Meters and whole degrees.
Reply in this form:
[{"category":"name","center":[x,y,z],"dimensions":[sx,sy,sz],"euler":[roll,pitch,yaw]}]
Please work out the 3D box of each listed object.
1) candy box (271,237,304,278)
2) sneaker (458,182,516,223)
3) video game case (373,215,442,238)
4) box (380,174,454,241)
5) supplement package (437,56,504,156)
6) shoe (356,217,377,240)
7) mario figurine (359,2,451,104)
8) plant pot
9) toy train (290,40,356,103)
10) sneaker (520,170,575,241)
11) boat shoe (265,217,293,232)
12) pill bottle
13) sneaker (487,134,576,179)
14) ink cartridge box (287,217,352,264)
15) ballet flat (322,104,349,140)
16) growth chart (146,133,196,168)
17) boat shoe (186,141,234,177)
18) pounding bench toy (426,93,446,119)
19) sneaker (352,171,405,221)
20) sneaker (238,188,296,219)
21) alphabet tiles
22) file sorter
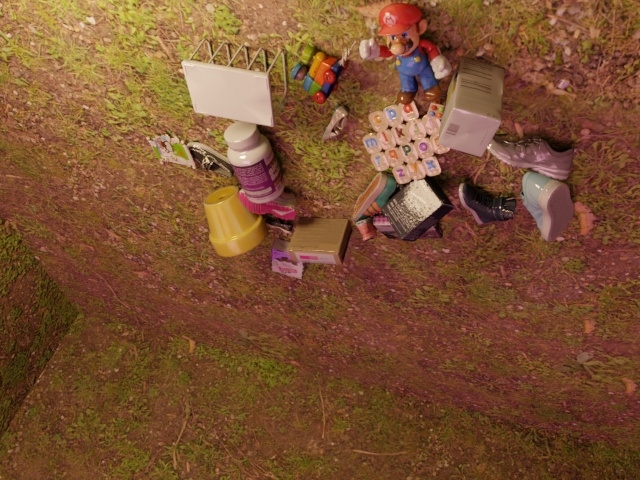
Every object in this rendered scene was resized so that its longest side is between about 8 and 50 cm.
[{"category":"candy box","center":[-0.151,0.091,2.464],"dimensions":[0.164,0.070,0.196],"euler":[15,144,5]},{"category":"sneaker","center":[0.601,-0.140,1.801],"dimensions":[0.163,0.086,0.226],"euler":[-3,150,44]},{"category":"video game case","center":[0.352,-0.052,2.014],"dimensions":[0.231,0.042,0.210],"euler":[-1,164,25]},{"category":"box","center":[0.348,-0.117,1.825],"dimensions":[0.207,0.153,0.108],"euler":[-42,154,27]},{"category":"supplement package","center":[0.428,-0.381,1.438],"dimensions":[0.133,0.244,0.139],"euler":[17,143,1]},{"category":"shoe","center":[0.198,-0.044,2.034],"dimensions":[0.063,0.178,0.081],"euler":[-20,87,25]},{"category":"mario figurine","center":[0.237,-0.504,1.419],"dimensions":[0.198,0.170,0.321],"euler":[-31,139,5]},{"category":"plant pot","center":[-0.384,-0.095,2.195],"dimensions":[0.253,0.254,0.239],"euler":[-3,124,28]},{"category":"toy train","center":[0.006,-0.548,1.542],"dimensions":[0.143,0.105,0.248],"euler":[35,143,1]},{"category":"sneaker","center":[0.774,-0.128,1.754],"dimensions":[0.150,0.135,0.366],"euler":[49,178,37]},{"category":"boat shoe","center":[-0.186,-0.076,2.287],"dimensions":[0.132,0.049,0.042],"euler":[20,112,12]},{"category":"pill bottle","center":[-0.251,-0.297,1.915],"dimensions":[0.169,0.169,0.302],"euler":[3,142,20]},{"category":"sneaker","center":[0.663,-0.290,1.607],"dimensions":[0.281,0.105,0.115],"euler":[17,119,2]},{"category":"ink cartridge box","center":[0.000,0.000,2.173],"dimensions":[0.234,0.193,0.088],"euler":[3,141,21]},{"category":"ballet flat","center":[0.051,-0.391,1.746],"dimensions":[0.052,0.057,0.168],"euler":[46,145,11]},{"category":"growth chart","center":[-0.611,-0.366,2.077],"dimensions":[0.237,0.021,0.172],"euler":[14,145,31]},{"category":"boat shoe","center":[-0.448,-0.324,2.050],"dimensions":[0.219,0.070,0.078],"euler":[24,144,-8]},{"category":"pounding bench toy","center":[0.379,-0.412,1.572],"dimensions":[0.083,0.065,0.052],"euler":[15,144,5]},{"category":"sneaker","center":[0.219,-0.144,1.960],"dimensions":[0.120,0.108,0.302],"euler":[20,150,-11]},{"category":"sneaker","center":[-0.215,-0.171,2.109],"dimensions":[0.252,0.111,0.103],"euler":[17,143,-2]},{"category":"alphabet tiles","center":[0.287,-0.329,1.710],"dimensions":[0.283,0.021,0.278],"euler":[-12,118,36]},{"category":"file sorter","center":[-0.264,-0.516,1.629],"dimensions":[0.277,0.173,0.193],"euler":[12,145,10]}]
